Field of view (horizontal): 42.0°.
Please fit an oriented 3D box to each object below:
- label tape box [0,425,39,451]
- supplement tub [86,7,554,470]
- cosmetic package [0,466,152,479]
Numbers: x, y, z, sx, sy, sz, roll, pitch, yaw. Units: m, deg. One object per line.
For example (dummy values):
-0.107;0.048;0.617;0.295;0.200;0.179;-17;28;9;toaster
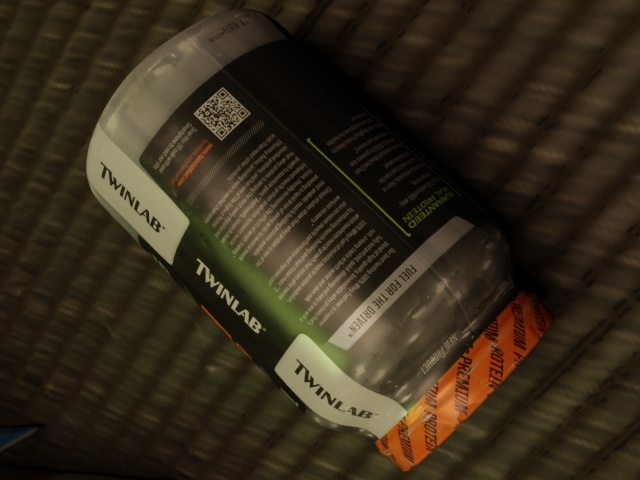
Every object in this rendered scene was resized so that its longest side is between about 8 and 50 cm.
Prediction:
-0.392;0.108;0.501;0.348;0.249;0.115;-5;99;26;label tape box
0.000;0.000;0.366;0.190;0.117;0.117;44;116;12;supplement tub
-0.242;0.222;0.511;0.296;0.153;0.129;-4;97;25;cosmetic package
